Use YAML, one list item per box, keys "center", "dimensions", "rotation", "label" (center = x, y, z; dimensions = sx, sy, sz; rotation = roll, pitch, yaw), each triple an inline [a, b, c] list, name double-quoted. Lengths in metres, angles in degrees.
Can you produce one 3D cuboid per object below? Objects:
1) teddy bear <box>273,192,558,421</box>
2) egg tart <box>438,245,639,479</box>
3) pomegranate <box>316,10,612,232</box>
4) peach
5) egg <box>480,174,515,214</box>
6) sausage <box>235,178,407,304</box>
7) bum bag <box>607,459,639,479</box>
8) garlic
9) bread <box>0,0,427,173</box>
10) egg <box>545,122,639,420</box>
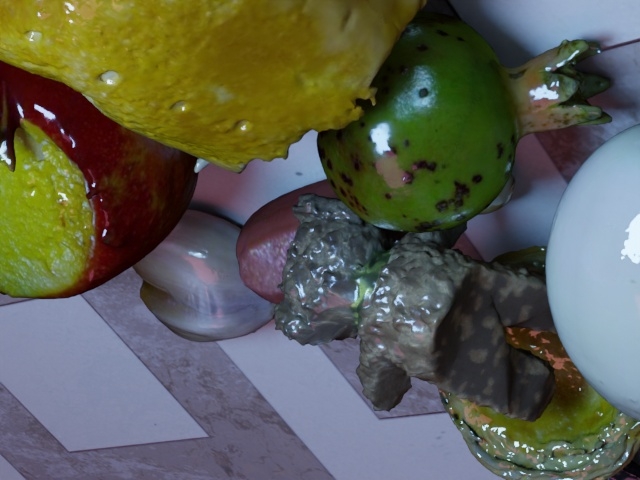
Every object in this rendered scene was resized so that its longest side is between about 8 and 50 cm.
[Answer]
- center: [0.114, 0.074, 1.755]
  dimensions: [0.296, 0.246, 0.222]
  rotation: [13, -170, -39]
  label: "teddy bear"
- center: [0.270, 0.148, 1.858]
  dimensions: [0.288, 0.118, 0.288]
  rotation: [1, 92, 21]
  label: "egg tart"
- center: [0.133, -0.114, 1.610]
  dimensions: [0.286, 0.231, 0.231]
  rotation: [5, 137, 27]
  label: "pomegranate"
- center: [-0.318, -0.124, 1.816]
  dimensions: [0.406, 0.310, 0.335]
  rotation: [1, 131, 40]
  label: "peach"
- center: [0.172, -0.062, 1.776]
  dimensions: [0.083, 0.071, 0.071]
  rotation: [-16, 125, 41]
  label: "egg"
- center: [0.000, 0.000, 1.900]
  dimensions: [0.148, 0.148, 0.254]
  rotation: [44, 138, -20]
  label: "sausage"
- center: [0.457, 0.357, 2.075]
  dimensions: [0.340, 0.095, 0.144]
  rotation: [23, 128, 3]
  label: "bum bag"
- center: [-0.154, 0.055, 2.086]
  dimensions: [0.228, 0.110, 0.217]
  rotation: [-2, 130, 34]
  label: "garlic"
- center: [-0.130, -0.219, 1.478]
  dimensions: [0.394, 0.250, 0.361]
  rotation: [17, 140, -43]
  label: "bread"
- center: [0.361, 0.030, 1.596]
  dimensions: [0.283, 0.283, 0.345]
  rotation: [0, 135, 31]
  label: "egg"
